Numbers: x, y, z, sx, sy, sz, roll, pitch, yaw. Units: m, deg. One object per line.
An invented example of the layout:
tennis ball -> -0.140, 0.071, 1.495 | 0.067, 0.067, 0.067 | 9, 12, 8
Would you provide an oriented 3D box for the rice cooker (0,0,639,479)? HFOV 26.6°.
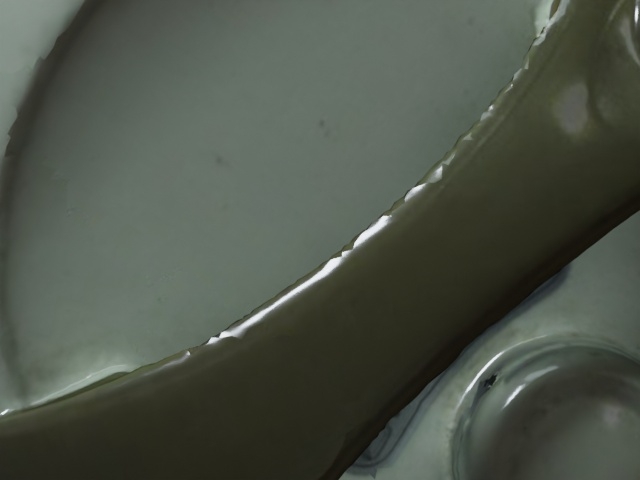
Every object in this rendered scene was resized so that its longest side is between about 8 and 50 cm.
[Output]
rice cooker -> 0.000, 0.000, 0.497 | 0.335, 0.335, 0.325 | -7, 5, -8
